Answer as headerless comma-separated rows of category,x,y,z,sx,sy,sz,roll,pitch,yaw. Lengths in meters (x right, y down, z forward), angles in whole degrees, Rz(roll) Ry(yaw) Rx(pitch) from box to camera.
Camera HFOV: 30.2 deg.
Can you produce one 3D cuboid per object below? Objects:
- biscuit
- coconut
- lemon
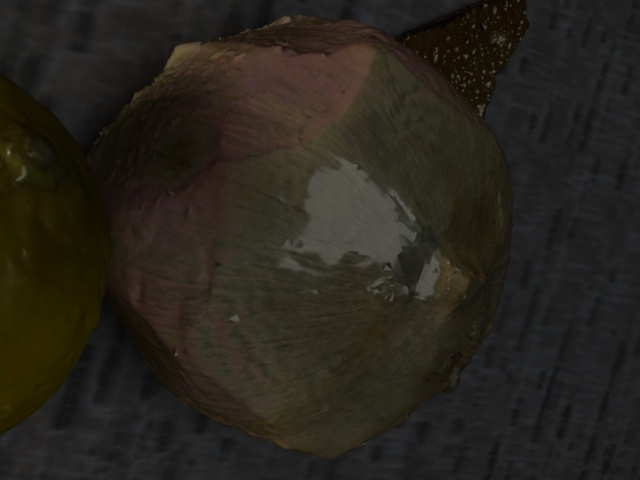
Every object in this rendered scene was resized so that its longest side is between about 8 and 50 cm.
biscuit,0.144,-0.184,1.327,0.237,0.026,0.131,-26,115,-25
coconut,0.000,0.000,1.074,0.404,0.404,0.405,-8,105,-30
lemon,-0.322,0.019,0.904,0.336,0.336,0.336,-8,105,-30
